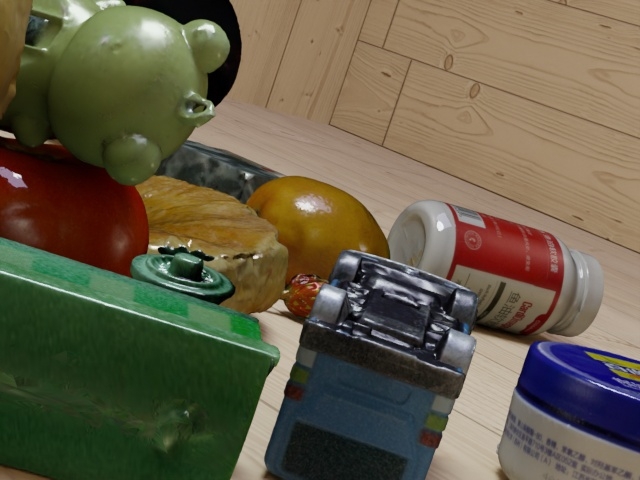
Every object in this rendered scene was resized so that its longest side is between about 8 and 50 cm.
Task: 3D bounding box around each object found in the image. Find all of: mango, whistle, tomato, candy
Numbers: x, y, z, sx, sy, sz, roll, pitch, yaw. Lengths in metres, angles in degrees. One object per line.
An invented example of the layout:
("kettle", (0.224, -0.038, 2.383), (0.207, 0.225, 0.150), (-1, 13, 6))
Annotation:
("mango", (-0.006, -0.003, 1.677), (0.151, 0.120, 0.221), (25, 3, 18))
("whistle", (-0.187, -0.122, 1.096), (0.288, 0.131, 0.106), (18, -21, 32))
("tomato", (-0.223, -0.005, 1.117), (0.195, 0.136, 0.195), (16, 8, -2))
("candy", (-0.067, 0.050, 1.486), (0.184, 0.049, 0.055), (6, -18, -25))

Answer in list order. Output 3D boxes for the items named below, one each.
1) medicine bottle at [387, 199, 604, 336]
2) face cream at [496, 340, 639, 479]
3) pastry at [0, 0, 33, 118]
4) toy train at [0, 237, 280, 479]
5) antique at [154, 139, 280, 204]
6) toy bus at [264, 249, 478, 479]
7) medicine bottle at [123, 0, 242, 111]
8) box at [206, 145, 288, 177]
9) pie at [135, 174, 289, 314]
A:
("medicine bottle", (0.206, 0.039, 1.830), (0.250, 0.131, 0.131), (16, 9, -25))
("face cream", (0.241, 0.159, 1.172), (0.206, 0.111, 0.206), (18, 7, -2))
("pastry", (-0.370, -0.132, 0.901), (0.409, 0.245, 0.409), (-16, 9, 2))
("toy train", (-0.169, 0.055, 0.914), (0.301, 0.120, 0.202), (18, 12, -10))
("antique", (-0.139, -0.066, 1.900), (0.183, 0.086, 0.088), (25, 9, 37))
("toy bus", (0.039, 0.092, 1.076), (0.116, 0.133, 0.234), (18, 13, 4))
("medicine bottle", (-0.316, -0.267, 2.194), (0.242, 0.242, 0.395), (11, -8, -44))
("box", (-0.156, -0.094, 2.150), (0.141, 0.058, 0.201), (24, 10, 34))
("pie", (-0.182, -0.007, 1.381), (0.339, 0.083, 0.339), (14, 11, -3))
